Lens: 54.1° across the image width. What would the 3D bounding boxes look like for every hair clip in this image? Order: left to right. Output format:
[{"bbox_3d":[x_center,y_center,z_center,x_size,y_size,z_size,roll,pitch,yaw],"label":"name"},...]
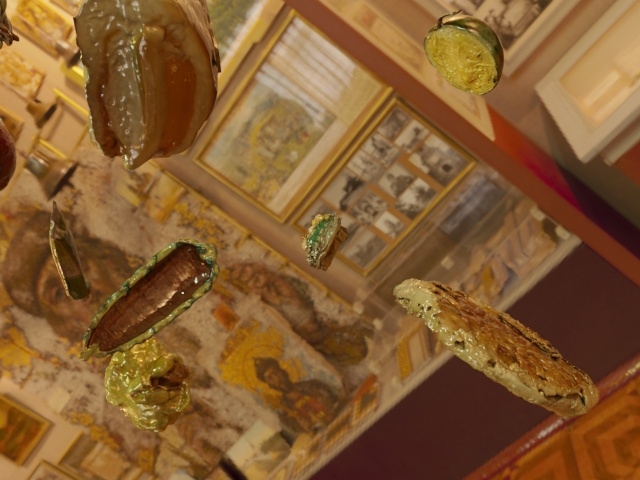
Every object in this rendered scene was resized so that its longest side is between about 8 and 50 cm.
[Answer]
[{"bbox_3d":[-0.002,-0.001,1.493,0.138,0.091,0.321,-61,-7,-4],"label":"hair clip"}]

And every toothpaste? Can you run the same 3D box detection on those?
[{"bbox_3d":[-0.437,0.036,1.089,0.248,0.047,0.078,101,160,-54],"label":"toothpaste"}]

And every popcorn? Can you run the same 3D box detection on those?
[{"bbox_3d":[-0.448,0.370,1.626,0.255,0.256,0.195,-5,9,42],"label":"popcorn"}]

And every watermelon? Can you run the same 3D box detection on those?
[{"bbox_3d":[0.370,-0.483,1.566,0.127,0.232,0.204,-49,22,-17],"label":"watermelon"}]

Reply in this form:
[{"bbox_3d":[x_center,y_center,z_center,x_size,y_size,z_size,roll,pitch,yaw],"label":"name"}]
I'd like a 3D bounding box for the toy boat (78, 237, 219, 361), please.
[{"bbox_3d":[-0.290,0.105,1.037,0.293,0.108,0.099,-44,6,-36],"label":"toy boat"}]

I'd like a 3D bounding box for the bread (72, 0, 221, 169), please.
[{"bbox_3d":[-0.272,-0.311,1.007,0.341,0.210,0.300,-111,27,-48],"label":"bread"}]

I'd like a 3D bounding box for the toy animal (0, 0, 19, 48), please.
[{"bbox_3d":[-0.585,-0.425,1.059,0.090,0.170,0.255,-17,14,-1],"label":"toy animal"}]

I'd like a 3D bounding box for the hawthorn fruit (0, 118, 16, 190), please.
[{"bbox_3d":[-0.728,-0.200,1.207,0.230,0.266,0.210,-26,4,35],"label":"hawthorn fruit"}]

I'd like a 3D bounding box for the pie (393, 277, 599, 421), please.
[{"bbox_3d":[0.209,0.123,0.765,0.055,0.274,0.274,-60,9,10],"label":"pie"}]
